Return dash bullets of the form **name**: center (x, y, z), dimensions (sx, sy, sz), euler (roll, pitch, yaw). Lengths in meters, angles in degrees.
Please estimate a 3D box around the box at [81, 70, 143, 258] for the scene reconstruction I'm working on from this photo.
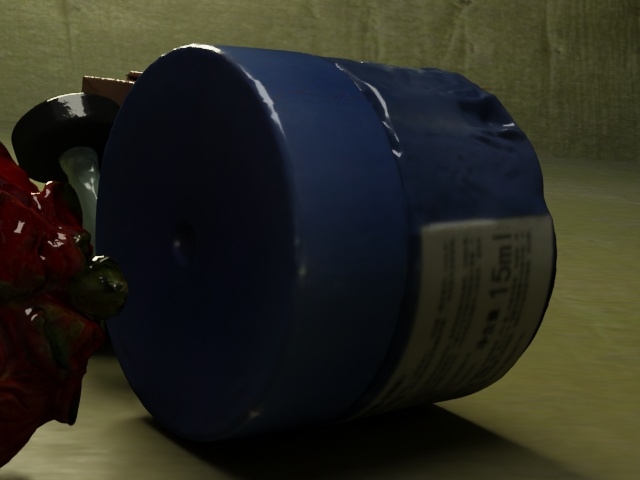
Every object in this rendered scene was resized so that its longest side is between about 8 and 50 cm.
- **box**: center (-0.143, -0.044, 0.952), dimensions (0.086, 0.215, 0.215), euler (0, 11, -44)

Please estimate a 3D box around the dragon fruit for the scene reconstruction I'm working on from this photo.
- **dragon fruit**: center (-0.236, 0.036, 0.568), dimensions (0.274, 0.192, 0.193), euler (-5, 16, 17)

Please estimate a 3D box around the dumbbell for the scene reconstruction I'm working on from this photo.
- **dumbbell**: center (-0.188, -0.023, 0.865), dimensions (0.100, 0.191, 0.100), euler (-20, -22, -9)

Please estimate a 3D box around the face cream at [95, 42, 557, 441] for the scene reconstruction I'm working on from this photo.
- **face cream**: center (0.000, 0.000, 0.697), dimensions (0.225, 0.248, 0.249), euler (0, 11, -39)
